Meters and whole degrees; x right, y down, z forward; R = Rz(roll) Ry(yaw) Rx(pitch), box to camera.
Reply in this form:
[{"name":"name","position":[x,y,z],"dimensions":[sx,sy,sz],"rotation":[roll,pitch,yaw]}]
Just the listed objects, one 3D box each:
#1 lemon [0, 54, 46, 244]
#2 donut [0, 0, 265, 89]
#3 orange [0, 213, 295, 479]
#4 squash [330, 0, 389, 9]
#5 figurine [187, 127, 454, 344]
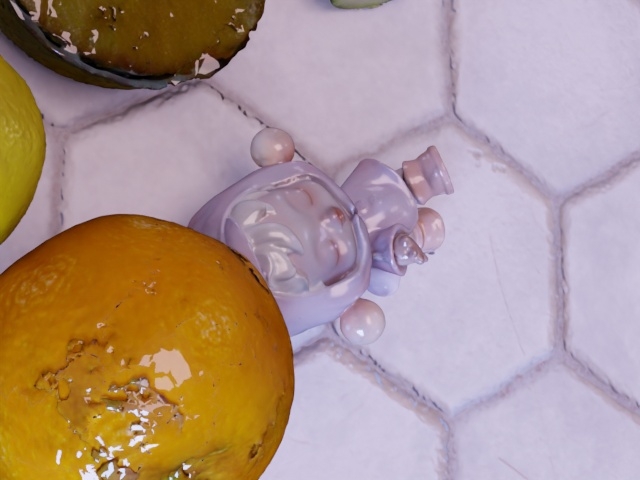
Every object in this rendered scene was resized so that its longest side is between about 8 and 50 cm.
[{"name":"lemon","position":[-0.294,-0.061,1.227],"dimensions":[0.178,0.178,0.203],"rotation":[38,64,-18]},{"name":"donut","position":[-0.172,-0.242,1.385],"dimensions":[0.272,0.107,0.272],"rotation":[5,80,-33]},{"name":"orange","position":[-0.141,0.100,1.242],"dimensions":[0.246,0.246,0.246],"rotation":[7,76,-29]},{"name":"squash","position":[0.036,-0.312,1.513],"dimensions":[0.123,0.123,0.186],"rotation":[-16,84,-32]},{"name":"figurine","position":[-0.001,0.000,1.415],"dimensions":[0.276,0.133,0.200],"rotation":[-18,77,-37]}]
